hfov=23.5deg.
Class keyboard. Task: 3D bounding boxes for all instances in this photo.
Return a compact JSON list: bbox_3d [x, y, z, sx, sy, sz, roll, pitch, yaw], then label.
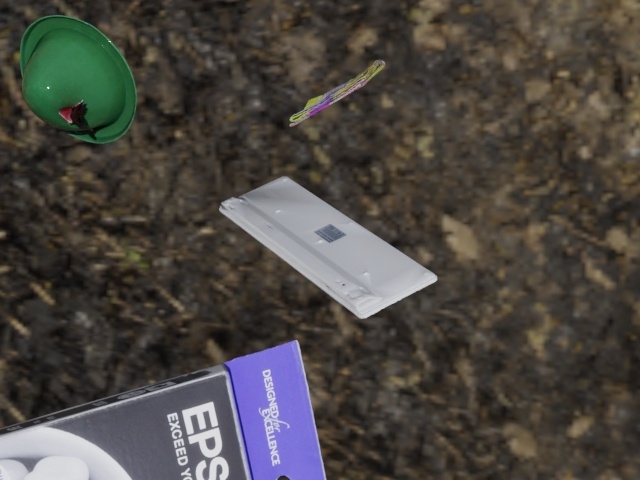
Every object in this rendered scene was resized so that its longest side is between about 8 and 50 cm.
[{"bbox_3d":[0.000,0.000,1.275,0.072,0.256,0.014,-21,119,-22],"label":"keyboard"}]

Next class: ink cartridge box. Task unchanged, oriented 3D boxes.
[{"bbox_3d":[-0.078,0.179,0.843,0.208,0.045,0.206,-16,100,-23],"label":"ink cartridge box"}]

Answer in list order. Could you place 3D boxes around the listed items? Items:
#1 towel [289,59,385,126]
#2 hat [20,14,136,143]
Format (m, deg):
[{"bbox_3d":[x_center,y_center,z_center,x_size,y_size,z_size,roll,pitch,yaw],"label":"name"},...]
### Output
[{"bbox_3d":[0.014,-0.125,1.295,0.009,0.083,0.060,57,30,-10],"label":"towel"},{"bbox_3d":[-0.334,-0.158,1.837,0.173,0.208,0.183,31,46,8],"label":"hat"}]
